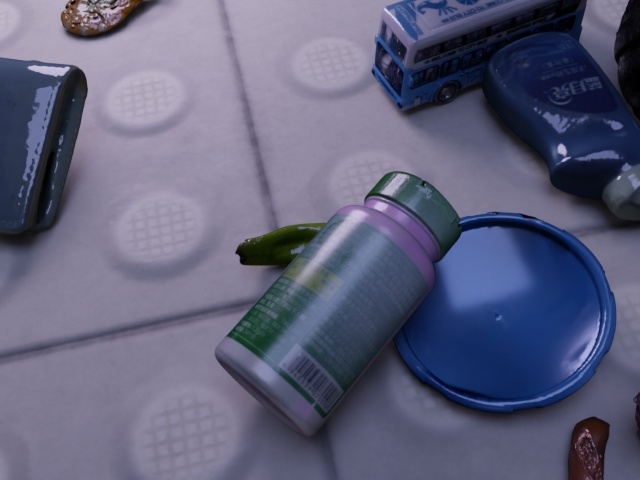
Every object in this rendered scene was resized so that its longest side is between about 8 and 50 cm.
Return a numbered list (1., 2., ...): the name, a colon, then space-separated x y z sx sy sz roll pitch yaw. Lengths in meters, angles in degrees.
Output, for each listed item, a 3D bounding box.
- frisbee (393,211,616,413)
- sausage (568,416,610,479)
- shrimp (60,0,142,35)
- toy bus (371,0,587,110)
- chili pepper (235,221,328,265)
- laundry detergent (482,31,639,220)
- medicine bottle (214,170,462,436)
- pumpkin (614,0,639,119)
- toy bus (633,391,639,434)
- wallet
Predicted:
1. frisbee: 0.195 0.076 0.782 0.242 0.045 0.242 -7 56 11
2. sausage: 0.255 0.239 0.676 0.036 0.042 0.158 -16 43 39
3. shrimp: -0.326 -0.380 1.136 0.184 0.043 0.091 -32 67 -10
4. toy bus: 0.223 -0.291 0.988 0.297 0.131 0.106 -22 56 -13
5. chili pepper: 0.000 0.000 0.844 0.201 0.052 0.050 -9 29 -4
6. laundry detergent: 0.330 -0.141 0.900 0.143 0.094 0.290 -18 56 -14
7. medicine bottle: 0.027 0.056 0.734 0.133 0.133 0.274 35 72 24
8. pumpkin: 0.505 -0.233 0.893 0.295 0.296 0.296 -1 55 2
9. toy bus: 0.431 0.114 0.687 0.274 0.112 0.090 -32 51 -9
10. wallet: -0.500 -0.130 0.909 0.360 0.083 0.252 6 76 6
